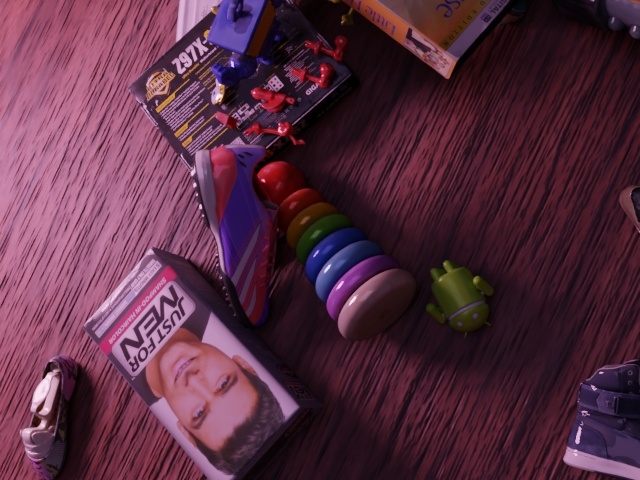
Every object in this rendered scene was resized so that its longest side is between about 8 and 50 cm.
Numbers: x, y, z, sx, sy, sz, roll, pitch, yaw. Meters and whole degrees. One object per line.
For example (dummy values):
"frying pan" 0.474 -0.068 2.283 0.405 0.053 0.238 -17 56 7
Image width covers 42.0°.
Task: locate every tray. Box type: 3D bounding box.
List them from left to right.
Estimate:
"tray" -0.204 -0.410 1.529 0.145 0.030 0.270 0 79 19

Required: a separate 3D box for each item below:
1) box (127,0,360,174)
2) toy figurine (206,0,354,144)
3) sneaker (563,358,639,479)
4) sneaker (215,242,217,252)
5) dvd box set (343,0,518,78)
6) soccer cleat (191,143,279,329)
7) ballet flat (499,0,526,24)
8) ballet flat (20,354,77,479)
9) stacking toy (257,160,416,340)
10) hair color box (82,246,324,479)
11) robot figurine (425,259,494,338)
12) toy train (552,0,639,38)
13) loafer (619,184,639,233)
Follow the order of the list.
"box" -0.133 -0.264 1.429 0.322 0.079 0.257 -40 76 8
"toy figurine" -0.071 -0.342 1.268 0.191 0.217 0.362 25 93 14
"sneaker" 0.455 0.247 1.119 0.226 0.086 0.163 10 86 23
"sneaker" -0.137 -0.046 1.374 0.084 0.069 0.185 -6 121 -3
"dvd box set" 0.122 -0.477 1.258 0.420 0.062 0.307 39 74 8
"soccer cleat" -0.110 0.000 1.304 0.117 0.108 0.318 -12 116 1
"ballet flat" 0.276 -0.440 1.336 0.067 0.073 0.206 -25 65 55
"ballet flat" -0.482 0.310 1.460 0.077 0.079 0.221 7 82 21
"stacking toy" 0.000 0.000 1.324 0.141 0.141 0.330 -45 62 7
"hair color box" -0.195 0.204 1.356 0.374 0.114 0.185 43 96 22
"robot figurine" 0.210 0.086 1.253 0.101 0.067 0.115 -33 70 22
"toy train" 0.494 -0.373 1.190 0.334 0.142 0.190 36 98 34
"loafer" 0.478 -0.019 1.183 0.056 0.050 0.148 -40 69 9
